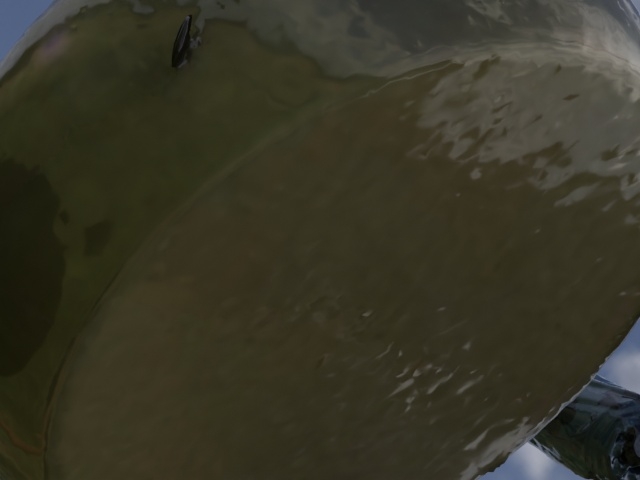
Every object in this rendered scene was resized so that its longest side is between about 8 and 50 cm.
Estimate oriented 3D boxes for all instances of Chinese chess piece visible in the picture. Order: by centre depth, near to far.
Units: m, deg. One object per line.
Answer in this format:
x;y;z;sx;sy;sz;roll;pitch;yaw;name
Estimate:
0.000;0.000;0.598;0.102;0.273;0.273;54;-22;36;Chinese chess piece

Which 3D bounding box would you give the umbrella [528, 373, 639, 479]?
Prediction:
0.104;0.080;0.983;0.250;0.052;0.053;23;-40;58;umbrella
